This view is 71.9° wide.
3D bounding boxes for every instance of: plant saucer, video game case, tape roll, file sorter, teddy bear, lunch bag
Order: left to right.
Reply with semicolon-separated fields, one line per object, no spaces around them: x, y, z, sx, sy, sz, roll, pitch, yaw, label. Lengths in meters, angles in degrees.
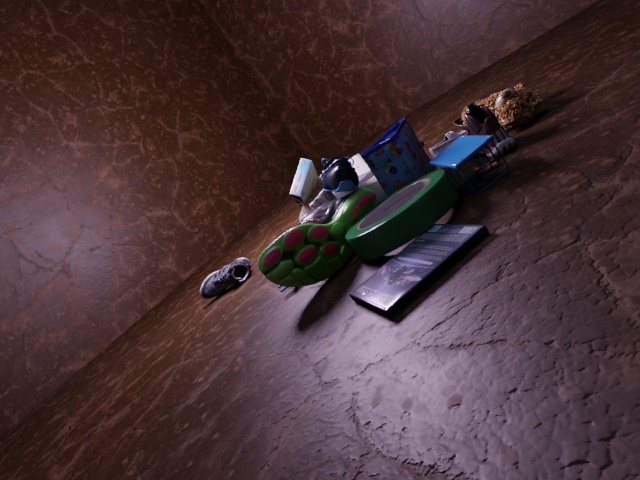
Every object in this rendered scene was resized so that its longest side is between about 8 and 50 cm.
0.218;-0.071;1.202;0.321;0.077;0.321;-35;7;5;tape roll
0.293;-0.272;1.455;0.138;0.221;0.293;-24;17;41;lunch bag
0.204;0.054;0.955;0.274;0.026;0.196;-39;13;-12;video game case
0.395;-0.203;1.178;0.118;0.104;0.170;-40;15;2;file sorter
0.589;-0.447;1.659;0.168;0.029;0.168;-12;25;6;plant saucer
0.598;-0.457;1.491;0.244;0.113;0.338;-12;20;19;teddy bear

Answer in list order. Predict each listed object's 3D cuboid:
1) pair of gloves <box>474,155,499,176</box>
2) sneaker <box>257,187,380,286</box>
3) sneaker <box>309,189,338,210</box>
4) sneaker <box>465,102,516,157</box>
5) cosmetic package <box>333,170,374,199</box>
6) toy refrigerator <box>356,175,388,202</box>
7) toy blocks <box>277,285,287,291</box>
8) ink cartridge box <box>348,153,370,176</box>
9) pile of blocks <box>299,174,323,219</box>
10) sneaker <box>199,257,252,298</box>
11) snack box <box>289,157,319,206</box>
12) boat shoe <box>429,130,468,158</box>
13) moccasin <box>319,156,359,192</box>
0.470;-0.209;1.249;0.074;0.010;0.083;-32;11;29;pair of gloves
0.000;0.000;1.358;0.482;0.185;0.202;-32;9;-38;sneaker
0.059;-0.115;1.618;0.108;0.169;0.292;-41;16;-29;sneaker
0.486;-0.348;1.360;0.106;0.163;0.281;-35;13;1;sneaker
0.133;-0.172;1.727;0.107;0.127;0.238;-42;16;-26;cosmetic package
0.244;-0.201;1.571;0.102;0.094;0.269;-19;14;38;toy refrigerator
-0.084;0.109;1.431;0.148;0.054;0.123;-39;14;-14;toy blocks
0.143;-0.301;2.138;0.235;0.056;0.171;-35;50;-6;ink cartridge box
0.005;-0.185;2.217;0.112;0.149;0.362;14;43;13;pile of blocks
-0.420;0.169;1.969;0.268;0.101;0.153;-36;10;-15;sneaker
-0.069;-0.262;2.209;0.322;0.060;0.187;57;-131;-74;snack box
0.495;-0.380;1.681;0.184;0.063;0.066;-35;13;5;boat shoe
0.074;-0.233;1.506;0.137;0.117;0.342;-12;9;-8;moccasin
